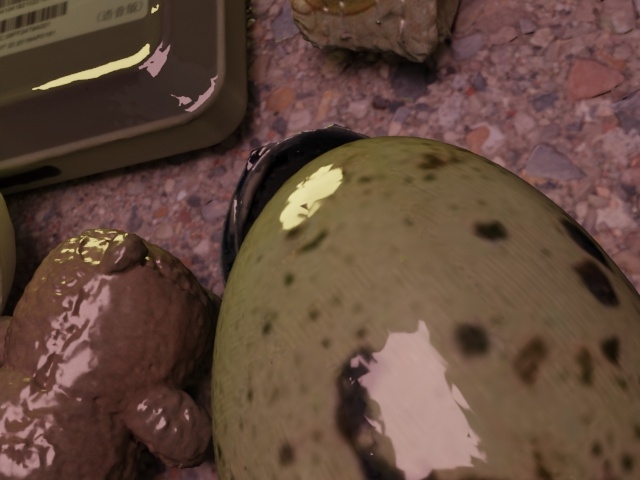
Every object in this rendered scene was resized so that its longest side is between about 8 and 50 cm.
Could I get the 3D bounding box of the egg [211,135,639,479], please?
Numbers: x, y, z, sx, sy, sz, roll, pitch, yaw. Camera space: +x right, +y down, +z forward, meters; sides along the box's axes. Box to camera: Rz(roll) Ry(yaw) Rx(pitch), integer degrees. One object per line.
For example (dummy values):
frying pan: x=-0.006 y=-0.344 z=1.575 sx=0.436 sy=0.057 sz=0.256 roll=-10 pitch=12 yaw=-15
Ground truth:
egg: x=0.078 y=0.117 z=0.536 sx=0.287 sy=0.287 sz=0.380 roll=-20 pitch=67 yaw=10

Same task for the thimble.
thimble: x=0.057 y=-0.259 z=0.816 sx=0.143 sy=0.137 sz=0.191 roll=8 pitch=84 yaw=20

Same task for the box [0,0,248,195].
box: x=-0.257 y=-0.246 z=0.921 sx=0.367 sy=0.090 sz=0.373 roll=-11 pitch=68 yaw=17

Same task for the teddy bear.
teddy bear: x=-0.195 y=0.122 z=0.713 sx=0.235 sy=0.151 sz=0.267 roll=17 pitch=75 yaw=17

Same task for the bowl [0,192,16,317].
bowl: x=-0.410 y=-0.002 z=0.815 sx=0.277 sy=0.277 sz=0.145 roll=-21 pitch=19 yaw=9

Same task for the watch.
watch: x=0.000 y=0.000 z=0.754 sx=0.192 sy=0.068 sz=0.206 roll=13 pitch=68 yaw=28
